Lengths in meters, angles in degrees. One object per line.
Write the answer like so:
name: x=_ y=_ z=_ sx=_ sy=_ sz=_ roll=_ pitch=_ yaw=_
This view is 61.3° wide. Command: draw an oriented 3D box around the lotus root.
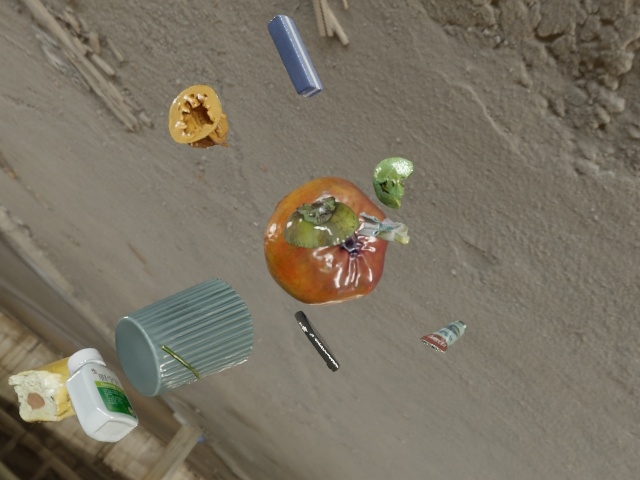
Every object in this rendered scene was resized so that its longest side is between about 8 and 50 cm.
lotus root: x=-0.005 y=-0.061 z=1.436 sx=0.204 sy=0.183 sz=0.077 roll=10 pitch=130 yaw=31

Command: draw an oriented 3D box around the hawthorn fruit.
hawthorn fruit: x=0.000 y=0.000 z=1.881 sx=0.472 sy=0.471 sz=0.471 roll=28 pitch=152 yaw=17

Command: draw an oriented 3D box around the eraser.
eraser: x=-0.071 y=-0.499 z=1.474 sx=0.082 sy=0.036 sz=0.225 roll=-7 pitch=111 yaw=60

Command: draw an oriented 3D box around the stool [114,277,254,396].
stool: x=-0.423 y=0.304 z=1.674 sx=0.297 sy=0.330 sz=0.297 roll=16 pitch=114 yaw=39

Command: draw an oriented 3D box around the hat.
hat: x=-0.387 y=-0.397 z=1.947 sx=0.244 sy=0.233 sz=0.233 roll=8 pitch=163 yaw=27

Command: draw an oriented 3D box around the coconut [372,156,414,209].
coconut: x=0.182 y=-0.150 z=1.437 sx=0.133 sy=0.055 sz=0.158 roll=30 pitch=133 yaw=36

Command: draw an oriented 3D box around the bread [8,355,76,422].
bread: x=-0.877 y=0.491 z=1.717 sx=0.211 sy=0.224 sz=0.183 roll=173 pitch=84 yaw=-75

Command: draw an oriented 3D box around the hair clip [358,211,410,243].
hair clip: x=0.192 y=-0.032 z=1.546 sx=0.159 sy=0.071 sz=0.218 roll=20 pitch=-169 yaw=32

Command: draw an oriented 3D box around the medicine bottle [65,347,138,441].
medicine bottle: x=-0.435 y=0.299 z=1.058 sx=0.183 sy=0.069 sz=0.119 roll=46 pitch=177 yaw=34

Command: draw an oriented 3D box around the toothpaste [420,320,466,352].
toothpaste: x=0.298 y=0.226 z=1.275 sx=0.062 sy=0.039 sz=0.239 roll=29 pitch=-164 yaw=25

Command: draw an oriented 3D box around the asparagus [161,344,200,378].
asparagus: x=-0.355 y=0.314 z=1.394 sx=0.016 sy=0.016 sz=0.163 roll=-22 pitch=132 yaw=15

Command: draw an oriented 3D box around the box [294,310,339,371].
box: x=-0.011 y=0.224 z=1.215 sx=0.125 sy=0.027 sz=0.126 roll=55 pitch=177 yaw=-24
